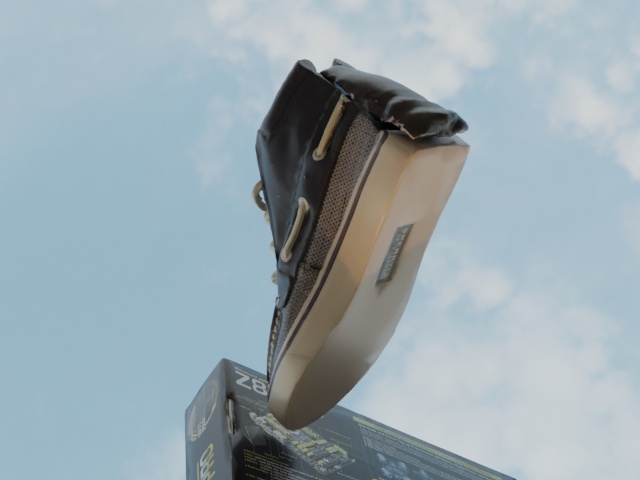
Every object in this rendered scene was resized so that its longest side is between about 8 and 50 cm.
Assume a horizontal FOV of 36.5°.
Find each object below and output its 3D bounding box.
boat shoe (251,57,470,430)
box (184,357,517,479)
[{"bbox_3d":[0.000,0.000,0.871,0.158,0.340,0.127,40,-150,30],"label":"boat shoe"},{"bbox_3d":[0.063,0.300,0.927,0.395,0.318,0.097,26,-66,-22],"label":"box"}]
